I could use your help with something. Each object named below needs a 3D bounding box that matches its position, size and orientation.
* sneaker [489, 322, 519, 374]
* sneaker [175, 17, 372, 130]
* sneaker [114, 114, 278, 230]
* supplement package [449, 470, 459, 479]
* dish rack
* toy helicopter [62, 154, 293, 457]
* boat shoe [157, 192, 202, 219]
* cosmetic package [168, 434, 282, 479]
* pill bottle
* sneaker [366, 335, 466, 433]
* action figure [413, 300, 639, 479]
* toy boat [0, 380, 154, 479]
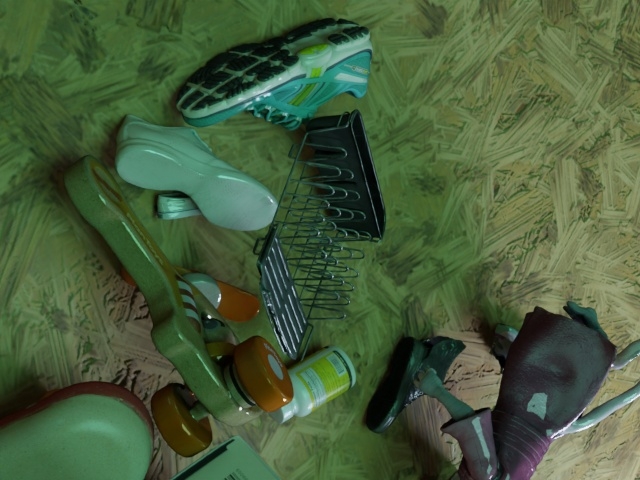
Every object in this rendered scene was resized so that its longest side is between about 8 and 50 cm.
[{"bbox_3d":[0.288,0.169,1.853,0.098,0.038,0.069,25,85,-28],"label":"sneaker"},{"bbox_3d":[-0.044,-0.181,1.501,0.275,0.107,0.110,-22,124,-30],"label":"sneaker"},{"bbox_3d":[-0.139,-0.087,1.449,0.212,0.094,0.080,26,125,-30],"label":"sneaker"},{"bbox_3d":[0.201,0.506,1.782,0.262,0.145,0.204,-42,121,-22],"label":"supplement package"},{"bbox_3d":[0.000,0.000,1.497,0.208,0.074,0.271,71,30,-44],"label":"dish rack"},{"bbox_3d":[-0.168,0.052,1.406,0.140,0.235,0.355,-30,105,11],"label":"toy helicopter"},{"bbox_3d":[-0.149,-0.051,1.485,0.100,0.035,0.035,-11,108,-28],"label":"boat shoe"},{"bbox_3d":[-0.119,0.369,1.433,0.153,0.129,0.296,-33,154,-28],"label":"cosmetic package"},{"bbox_3d":[-0.017,0.187,1.609,0.116,0.065,0.065,-27,114,-29],"label":"pill bottle"},{"bbox_3d":[0.133,0.201,1.731,0.089,0.051,0.170,32,77,-33],"label":"sneaker"},{"bbox_3d":[0.269,0.276,1.686,0.370,0.276,0.248,-57,147,-24],"label":"action figure"},{"bbox_3d":[-0.291,0.222,1.368,0.231,0.151,0.151,-25,122,16],"label":"toy boat"}]
